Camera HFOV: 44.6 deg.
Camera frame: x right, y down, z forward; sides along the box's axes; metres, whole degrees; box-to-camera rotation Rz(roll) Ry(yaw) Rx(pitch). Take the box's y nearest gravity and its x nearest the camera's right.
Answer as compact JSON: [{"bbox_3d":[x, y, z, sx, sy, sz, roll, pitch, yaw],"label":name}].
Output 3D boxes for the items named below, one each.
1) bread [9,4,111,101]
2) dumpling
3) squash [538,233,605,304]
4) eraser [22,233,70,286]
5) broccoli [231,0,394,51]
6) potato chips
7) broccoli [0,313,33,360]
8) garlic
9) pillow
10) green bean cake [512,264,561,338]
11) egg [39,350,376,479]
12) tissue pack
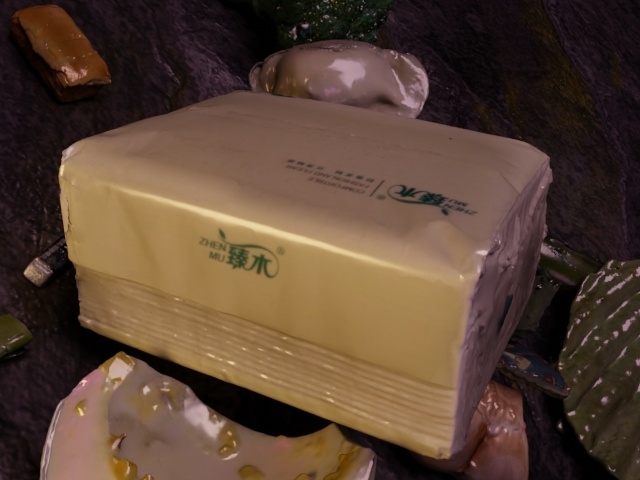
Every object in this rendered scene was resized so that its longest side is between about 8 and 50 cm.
[{"bbox_3d":[-0.312,-0.225,0.931,0.074,0.053,0.132,-21,67,-44],"label":"bread"},{"bbox_3d":[0.022,-0.187,1.051,0.247,0.142,0.173,-3,83,9],"label":"dumpling"},{"bbox_3d":[0.418,0.070,1.192,0.331,0.087,0.087,25,45,-19],"label":"squash"},{"bbox_3d":[-0.261,0.009,0.797,0.027,0.019,0.099,39,41,-2],"label":"eraser"},{"bbox_3d":[-0.019,-0.373,1.152,0.270,0.270,0.270,12,37,22],"label":"broccoli"},{"bbox_3d":[0.488,0.231,1.066,0.373,0.097,0.389,33,56,-8],"label":"potato chips"},{"bbox_3d":[-0.331,0.095,0.634,0.204,0.122,0.118,-16,80,-58],"label":"broccoli"},{"bbox_3d":[0.165,0.220,0.884,0.174,0.099,0.124,20,58,-19],"label":"garlic"},{"bbox_3d":[0.153,0.108,0.923,0.255,0.034,0.189,18,11,-17],"label":"pillow"},{"bbox_3d":[0.184,0.042,0.993,0.173,0.094,0.181,17,13,-25],"label":"green bean cake"},{"bbox_3d":[-0.086,0.232,0.640,0.270,0.162,0.206,8,60,16],"label":"egg"},{"bbox_3d":[0.000,0.000,0.733,0.380,0.207,0.297,14,27,20],"label":"tissue pack"}]
